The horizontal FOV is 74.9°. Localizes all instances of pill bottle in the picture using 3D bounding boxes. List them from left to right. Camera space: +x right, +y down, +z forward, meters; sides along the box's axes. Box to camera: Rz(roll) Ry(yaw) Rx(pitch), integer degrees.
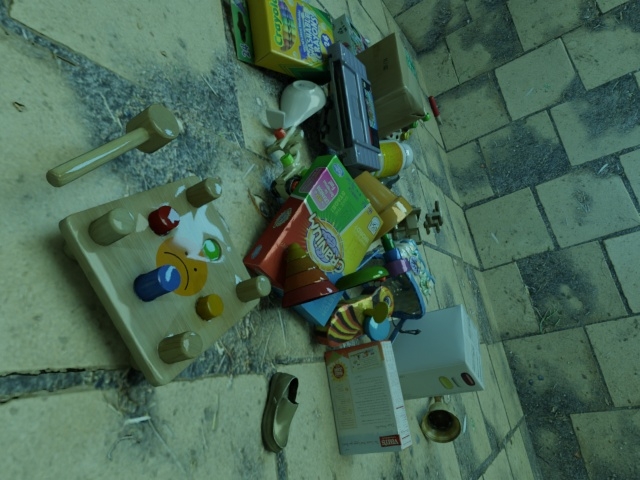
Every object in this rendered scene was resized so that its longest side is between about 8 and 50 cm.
[{"bbox_3d":[0.224,-0.297,1.527,0.245,0.136,0.136,-16,86,-39],"label":"pill bottle"}]

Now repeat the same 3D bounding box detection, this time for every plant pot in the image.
[{"bbox_3d":[0.154,-0.110,1.329,0.188,0.205,0.205,51,30,-1],"label":"plant pot"}]

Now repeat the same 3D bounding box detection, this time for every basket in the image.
[{"bbox_3d":[0.195,0.139,1.231,0.289,0.201,0.255,-43,112,-30],"label":"basket"}]

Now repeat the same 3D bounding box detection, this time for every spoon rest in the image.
[{"bbox_3d":[-0.074,-0.383,1.192,0.276,0.137,0.084,-58,162,-46],"label":"spoon rest"}]

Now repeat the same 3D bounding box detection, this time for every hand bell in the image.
[{"bbox_3d":[0.407,0.559,1.435,0.126,0.126,0.242,65,18,-8],"label":"hand bell"}]

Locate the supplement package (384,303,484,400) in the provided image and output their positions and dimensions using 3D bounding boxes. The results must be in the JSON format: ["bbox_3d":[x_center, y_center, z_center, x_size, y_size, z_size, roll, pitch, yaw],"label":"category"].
[{"bbox_3d":[0.325,0.336,1.243,0.145,0.261,0.204,52,33,-29],"label":"supplement package"}]

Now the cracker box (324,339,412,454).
[{"bbox_3d":[0.106,0.360,0.965,0.067,0.155,0.232,20,56,-55],"label":"cracker box"}]

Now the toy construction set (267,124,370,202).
[{"bbox_3d":[-0.018,-0.142,1.078,0.328,0.151,0.215,49,59,-20],"label":"toy construction set"}]

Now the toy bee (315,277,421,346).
[{"bbox_3d":[0.115,0.170,1.060,0.298,0.195,0.162,4,81,-55],"label":"toy bee"}]

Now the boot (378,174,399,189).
[{"bbox_3d":[0.239,-0.286,1.691,0.161,0.083,0.246,58,29,-10],"label":"boot"}]

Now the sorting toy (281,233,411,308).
[{"bbox_3d":[0.056,0.046,0.925,0.365,0.127,0.126,-11,78,-39],"label":"sorting toy"}]

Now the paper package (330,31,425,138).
[{"bbox_3d":[0.200,-0.543,1.542,0.168,0.309,0.325,40,39,-44],"label":"paper package"}]

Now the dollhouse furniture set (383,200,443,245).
[{"bbox_3d":[0.333,-0.089,1.599,0.242,0.212,0.161,69,13,-69],"label":"dollhouse furniture set"}]

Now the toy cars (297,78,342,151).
[{"bbox_3d":[-0.008,-0.481,1.382,0.176,0.087,0.394,-33,105,-43],"label":"toy cars"}]

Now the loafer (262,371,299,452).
[{"bbox_3d":[-0.072,0.321,0.792,0.056,0.050,0.148,40,40,-42],"label":"loafer"}]

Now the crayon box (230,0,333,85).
[{"bbox_3d":[-0.093,-0.587,1.196,0.322,0.083,0.203,-4,84,-45],"label":"crayon box"}]

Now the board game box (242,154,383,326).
[{"bbox_3d":[0.000,0.000,0.968,0.242,0.064,0.317,48,63,-34],"label":"board game box"}]

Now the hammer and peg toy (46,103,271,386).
[{"bbox_3d":[-0.245,-0.002,0.625,0.361,0.127,0.266,64,31,-10],"label":"hammer and peg toy"}]

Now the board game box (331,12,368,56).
[{"bbox_3d":[0.150,-0.797,1.844,0.224,0.097,0.304,18,58,-55],"label":"board game box"}]

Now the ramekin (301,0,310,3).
[{"bbox_3d":[-0.127,-0.780,1.253,0.207,0.207,0.109,56,41,-24],"label":"ramekin"}]

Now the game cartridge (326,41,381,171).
[{"bbox_3d":[0.113,-0.398,1.295,0.230,0.068,0.355,-8,89,-60],"label":"game cartridge"}]

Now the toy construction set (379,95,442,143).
[{"bbox_3d":[0.389,-0.484,1.868,0.237,0.308,0.257,56,39,-33],"label":"toy construction set"}]
